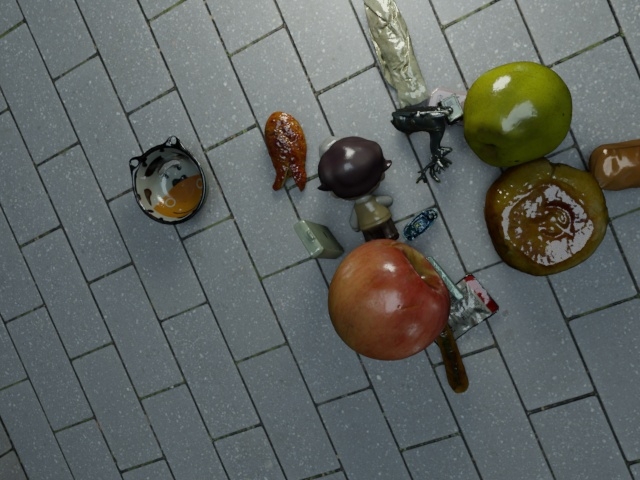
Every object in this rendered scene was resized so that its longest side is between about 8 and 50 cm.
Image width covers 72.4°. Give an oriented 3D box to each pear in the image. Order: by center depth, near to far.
[{"bbox_3d":[0.549,-0.357,1.226,0.294,0.294,0.294,1,96,11],"label":"pear"}]

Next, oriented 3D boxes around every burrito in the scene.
[{"bbox_3d":[0.226,-0.603,1.359,0.117,0.076,0.392,-20,94,24],"label":"burrito"}]

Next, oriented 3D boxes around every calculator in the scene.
[{"bbox_3d":[0.417,-0.416,1.366,0.175,0.032,0.100,15,99,9],"label":"calculator"}]

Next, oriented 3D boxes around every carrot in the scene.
[{"bbox_3d":[0.412,0.346,1.420,0.066,0.066,0.314,-18,98,13],"label":"carrot"}]

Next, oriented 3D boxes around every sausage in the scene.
[{"bbox_3d":[0.897,-0.222,1.246,0.241,0.120,0.136,-12,108,12],"label":"sausage"}]

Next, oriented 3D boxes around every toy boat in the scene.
[{"bbox_3d":[0.323,-0.053,1.409,0.137,0.061,0.060,-41,87,12],"label":"toy boat"}]

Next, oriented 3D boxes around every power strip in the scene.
[{"bbox_3d":[0.000,0.000,1.381,0.046,0.270,0.118,-38,76,13],"label":"power strip"}]

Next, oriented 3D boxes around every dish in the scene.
[{"bbox_3d":[-0.506,-0.198,1.530,0.303,0.120,0.302,1,96,11],"label":"dish"}]

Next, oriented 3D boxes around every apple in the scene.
[{"bbox_3d":[0.191,0.182,1.307,0.364,0.364,0.363,1,96,11],"label":"apple"}]

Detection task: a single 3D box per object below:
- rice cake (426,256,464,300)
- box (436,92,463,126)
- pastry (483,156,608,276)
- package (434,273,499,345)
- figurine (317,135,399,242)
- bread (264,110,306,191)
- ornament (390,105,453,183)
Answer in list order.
[{"bbox_3d":[0.401,0.122,1.414,0.029,0.033,0.170,-43,76,18],"label":"rice cake"},{"bbox_3d":[0.397,-0.396,1.322,0.060,0.063,0.084,-24,93,12],"label":"box"},{"bbox_3d":[0.653,-0.070,1.292,0.356,0.164,0.355,0,93,10],"label":"pastry"},{"bbox_3d":[0.445,0.237,1.431,0.239,0.030,0.154,-41,88,16],"label":"package"},{"bbox_3d":[0.140,-0.165,1.402,0.218,0.206,0.365,-16,119,34],"label":"figurine"},{"bbox_3d":[-0.115,-0.293,1.457,0.139,0.095,0.268,-1,100,19],"label":"bread"},{"bbox_3d":[0.312,-0.288,1.357,0.202,0.080,0.236,10,122,36],"label":"ornament"}]
